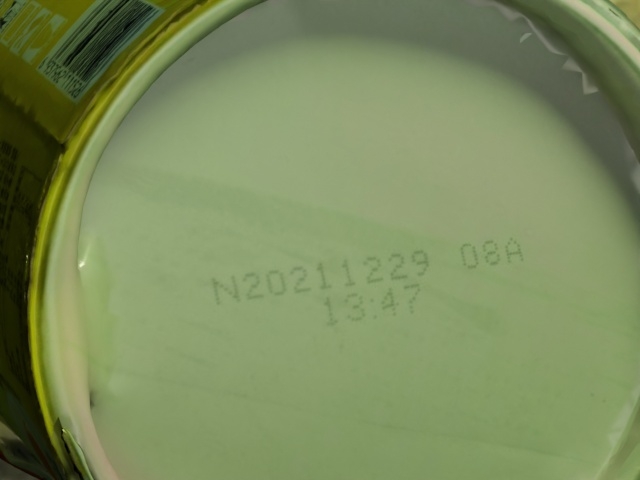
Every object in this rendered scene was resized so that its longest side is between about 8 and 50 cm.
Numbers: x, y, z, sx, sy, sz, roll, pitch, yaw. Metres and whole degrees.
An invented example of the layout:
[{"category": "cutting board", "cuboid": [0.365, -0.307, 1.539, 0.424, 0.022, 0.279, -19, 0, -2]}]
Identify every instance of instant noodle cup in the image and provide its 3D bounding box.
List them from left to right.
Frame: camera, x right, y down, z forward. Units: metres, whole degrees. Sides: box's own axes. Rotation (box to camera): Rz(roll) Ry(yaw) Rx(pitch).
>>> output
[{"category": "instant noodle cup", "cuboid": [0.000, 0.000, 0.583, 0.264, 0.200, 0.264, -2, 100, -15]}]
